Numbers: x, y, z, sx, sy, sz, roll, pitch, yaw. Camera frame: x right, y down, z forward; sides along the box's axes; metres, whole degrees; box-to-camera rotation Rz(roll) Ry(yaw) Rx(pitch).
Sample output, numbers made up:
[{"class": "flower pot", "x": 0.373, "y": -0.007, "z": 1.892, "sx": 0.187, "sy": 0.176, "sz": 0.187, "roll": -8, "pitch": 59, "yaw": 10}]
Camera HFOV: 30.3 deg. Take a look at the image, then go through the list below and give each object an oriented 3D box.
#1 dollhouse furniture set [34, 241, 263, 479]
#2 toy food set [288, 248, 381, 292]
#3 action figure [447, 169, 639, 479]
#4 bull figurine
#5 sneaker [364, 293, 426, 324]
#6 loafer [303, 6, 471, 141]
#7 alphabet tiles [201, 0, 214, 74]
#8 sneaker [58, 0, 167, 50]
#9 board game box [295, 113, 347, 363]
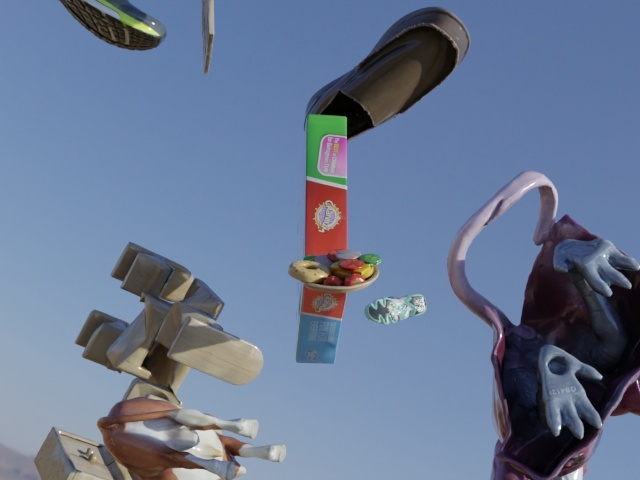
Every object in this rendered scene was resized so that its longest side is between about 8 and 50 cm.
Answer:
[{"class": "dollhouse furniture set", "x": -0.245, "y": 0.264, "z": 1.913, "sx": 0.256, "sy": 0.394, "sz": 0.362, "roll": 27, "pitch": 5, "yaw": -30}, {"class": "toy food set", "x": 0.016, "y": 0.028, "z": 1.154, "sx": 0.083, "sy": 0.082, "sz": 0.020, "roll": 9, "pitch": -67, "yaw": 28}, {"class": "action figure", "x": 0.205, "y": 0.162, "z": 1.112, "sx": 0.275, "sy": 0.248, "sz": 0.370, "roll": 48, "pitch": -13, "yaw": 25}, {"class": "bull figurine", "x": -0.147, "y": 0.260, "z": 1.421, "sx": 0.189, "sy": 0.101, "sz": 0.310, "roll": 3, "pitch": -17, "yaw": 19}, {"class": "sneaker", "x": 0.092, "y": 0.098, "z": 1.650, "sx": 0.098, "sy": 0.038, "sz": 0.069, "roll": -3, "pitch": -5, "yaw": -30}, {"class": "loafer", "x": 0.109, "y": -0.255, "z": 2.027, "sx": 0.134, "sy": 0.130, "sz": 0.366, "roll": 42, "pitch": -52, "yaw": -15}, {"class": "alphabet tiles", "x": -0.123, "y": -0.308, "z": 1.290, "sx": 0.009, "sy": 0.198, "sz": 0.237, "roll": -1, "pitch": -8, "yaw": -7}, {"class": "sneaker", "x": -0.339, "y": -0.394, "z": 1.734, "sx": 0.300, "sy": 0.121, "sz": 0.111, "roll": 38, "pitch": -14, "yaw": 4}, {"class": "board game box", "x": 0.000, "y": 0.000, "z": 1.857, "sx": 0.064, "sy": 0.316, "sz": 0.242, "roll": 2, "pitch": -32, "yaw": -3}]
